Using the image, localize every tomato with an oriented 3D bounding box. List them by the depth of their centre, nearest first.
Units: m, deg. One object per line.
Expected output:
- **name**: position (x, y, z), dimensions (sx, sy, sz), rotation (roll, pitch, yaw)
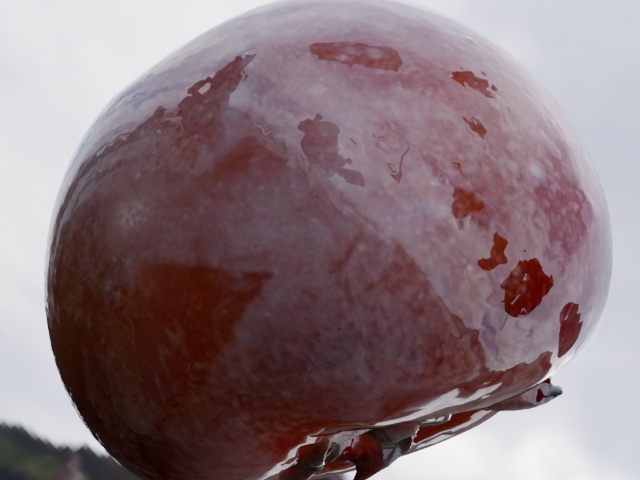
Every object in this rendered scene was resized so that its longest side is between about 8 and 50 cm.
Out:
- **tomato**: position (0.000, 0.000, 0.782), dimensions (0.270, 0.270, 0.227), rotation (118, -46, -67)
